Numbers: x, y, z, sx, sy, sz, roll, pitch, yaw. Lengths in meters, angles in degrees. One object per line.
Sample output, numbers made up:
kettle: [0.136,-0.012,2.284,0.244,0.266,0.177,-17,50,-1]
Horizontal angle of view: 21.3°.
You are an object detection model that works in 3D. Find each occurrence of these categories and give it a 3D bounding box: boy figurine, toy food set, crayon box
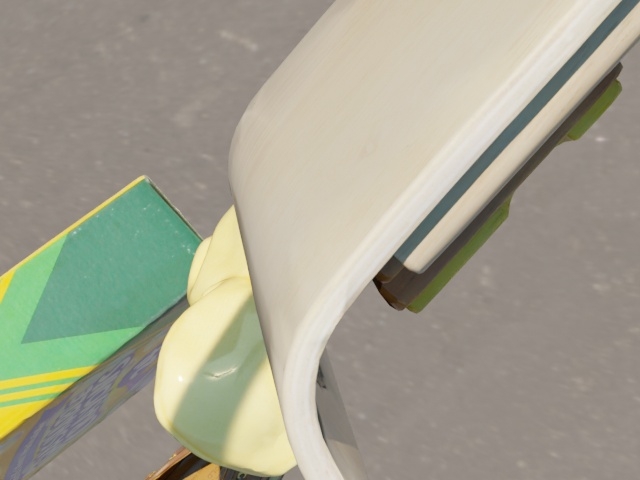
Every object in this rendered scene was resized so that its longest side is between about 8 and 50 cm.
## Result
boy figurine: [0.000,0.000,0.910,0.092,0.177,0.285,45,45,-21]
toy food set: [0.091,-0.070,0.484,0.092,0.219,0.306,39,100,-15]
crayon box: [-0.221,0.114,1.054,0.323,0.203,0.083,-38,81,-30]

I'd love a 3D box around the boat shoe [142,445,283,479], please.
boat shoe: [-0.095,0.168,0.981,0.064,0.060,0.178,45,98,20]
